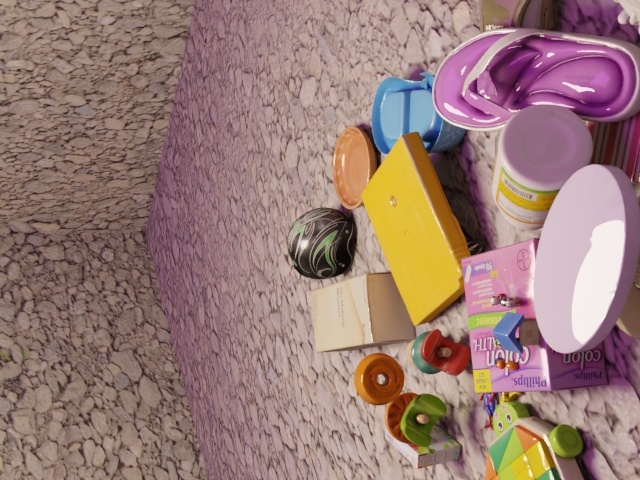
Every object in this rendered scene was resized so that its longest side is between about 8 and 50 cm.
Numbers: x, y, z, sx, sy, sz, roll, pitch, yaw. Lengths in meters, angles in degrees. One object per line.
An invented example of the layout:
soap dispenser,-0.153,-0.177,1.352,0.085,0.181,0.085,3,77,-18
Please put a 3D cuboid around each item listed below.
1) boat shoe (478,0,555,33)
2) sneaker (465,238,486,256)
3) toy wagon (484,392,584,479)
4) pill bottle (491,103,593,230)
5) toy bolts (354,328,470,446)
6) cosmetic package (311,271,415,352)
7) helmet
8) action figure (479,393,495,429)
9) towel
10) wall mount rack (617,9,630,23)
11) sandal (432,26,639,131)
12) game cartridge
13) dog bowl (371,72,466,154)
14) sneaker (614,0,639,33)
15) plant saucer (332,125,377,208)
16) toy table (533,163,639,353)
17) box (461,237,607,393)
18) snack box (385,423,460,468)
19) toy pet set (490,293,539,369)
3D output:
boat shoe,0.337,-0.389,1.540,0.113,0.103,0.302,29,117,43
sneaker,0.284,0.013,1.764,0.109,0.040,0.044,143,125,-60
toy wagon,0.364,0.417,1.570,0.267,0.068,0.344,120,141,-48
pill bottle,0.342,-0.102,1.431,0.246,0.136,0.136,70,-171,-70
toy bolts,0.168,0.271,1.825,0.228,0.218,0.158,-56,11,-16
cosmetic package,0.092,0.171,2.108,0.309,0.113,0.160,153,113,-64
helmet,0.000,0.000,2.263,0.169,0.169,0.162,-129,27,-53
action figure,0.320,0.298,1.713,0.038,0.030,0.115,174,97,-71
towel,0.450,-0.179,1.410,0.197,0.029,0.144,-138,51,-61
wall mount rack,0.446,-0.490,1.281,0.350,0.130,0.304,-124,31,-52
sandal,0.315,-0.259,1.427,0.416,0.102,0.169,4,99,50
game cartridge,0.197,-0.016,1.851,0.324,0.052,0.285,68,158,16
dog bowl,0.206,-0.259,1.885,0.297,0.074,0.166,-166,77,-65
sneaker,0.400,-0.307,1.158,0.447,0.169,0.257,29,147,29
plant saucer,0.086,-0.176,2.195,0.200,0.037,0.200,178,90,-65
toy table,0.428,0.027,1.302,0.252,0.160,0.274,-123,40,-50
box,0.353,0.130,1.524,0.213,0.117,0.243,158,108,-64
snack box,0.210,0.415,1.870,0.141,0.100,0.037,-148,56,-61
toy pet set,0.290,0.151,1.441,0.114,0.065,0.122,-173,82,-65
